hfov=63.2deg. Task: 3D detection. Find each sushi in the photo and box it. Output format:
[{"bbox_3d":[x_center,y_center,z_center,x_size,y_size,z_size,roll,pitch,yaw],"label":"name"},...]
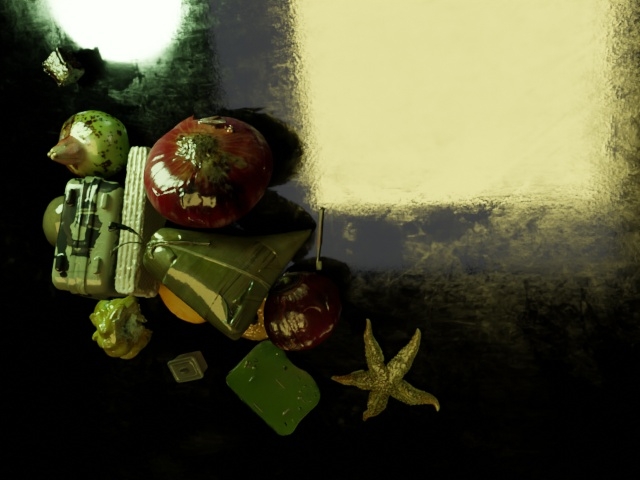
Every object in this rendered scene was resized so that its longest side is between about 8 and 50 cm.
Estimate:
[{"bbox_3d":[-0.748,-0.509,1.527,0.098,0.094,0.084,-32,100,25],"label":"sushi"}]

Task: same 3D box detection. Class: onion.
[{"bbox_3d":[-0.045,0.218,1.533,0.206,0.207,0.216,-13,112,25],"label":"onion"},{"bbox_3d":[-0.294,-0.167,1.421,0.348,0.347,0.285,16,151,11],"label":"onion"}]

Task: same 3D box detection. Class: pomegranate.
[{"bbox_3d":[-0.684,-0.267,1.517,0.214,0.248,0.214,10,115,21],"label":"pomegranate"}]

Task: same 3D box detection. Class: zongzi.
[{"bbox_3d":[-0.299,0.005,1.441,0.447,0.418,0.181,38,157,-1],"label":"zongzi"}]

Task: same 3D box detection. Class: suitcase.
[{"bbox_3d":[-0.643,0.005,1.573,0.194,0.339,0.351,4,78,-2],"label":"suitcase"}]

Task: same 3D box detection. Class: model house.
[{"bbox_3d":[-0.165,0.470,1.724,0.207,0.154,0.294,-45,105,-16],"label":"model house"}]

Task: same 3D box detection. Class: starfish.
[{"bbox_3d":[0.182,0.415,1.611,0.347,0.078,0.358,-22,103,27],"label":"starfish"}]

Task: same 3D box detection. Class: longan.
[{"bbox_3d":[-0.809,-0.055,1.686,0.189,0.189,0.189,6,112,15],"label":"longan"}]

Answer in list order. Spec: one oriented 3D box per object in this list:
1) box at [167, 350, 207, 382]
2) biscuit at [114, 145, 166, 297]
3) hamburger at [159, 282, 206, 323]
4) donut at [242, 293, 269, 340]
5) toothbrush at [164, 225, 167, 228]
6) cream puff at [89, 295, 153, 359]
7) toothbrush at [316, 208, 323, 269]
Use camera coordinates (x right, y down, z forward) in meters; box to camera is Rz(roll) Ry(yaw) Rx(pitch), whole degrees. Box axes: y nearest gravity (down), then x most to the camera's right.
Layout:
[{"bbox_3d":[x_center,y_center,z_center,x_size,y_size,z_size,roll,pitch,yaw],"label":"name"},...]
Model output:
[{"bbox_3d":[-0.462,0.440,1.828,0.122,0.062,0.089,-16,105,24],"label":"box"},{"bbox_3d":[-0.508,-0.050,1.505,0.078,0.144,0.426,0,79,15],"label":"biscuit"},{"bbox_3d":[-0.380,0.128,1.619,0.246,0.170,0.246,15,124,22],"label":"hamburger"},{"bbox_3d":[-0.209,0.231,1.665,0.162,0.065,0.178,22,115,4],"label":"donut"},{"bbox_3d":[-0.557,0.059,1.731,0.027,0.021,0.269,27,118,-8],"label":"toothbrush"},{"bbox_3d":[-0.706,0.304,1.796,0.195,0.195,0.221,-10,103,21],"label":"cream puff"},{"bbox_3d":[-0.002,0.000,1.533,0.017,0.014,0.194,8,113,15],"label":"toothbrush"}]
